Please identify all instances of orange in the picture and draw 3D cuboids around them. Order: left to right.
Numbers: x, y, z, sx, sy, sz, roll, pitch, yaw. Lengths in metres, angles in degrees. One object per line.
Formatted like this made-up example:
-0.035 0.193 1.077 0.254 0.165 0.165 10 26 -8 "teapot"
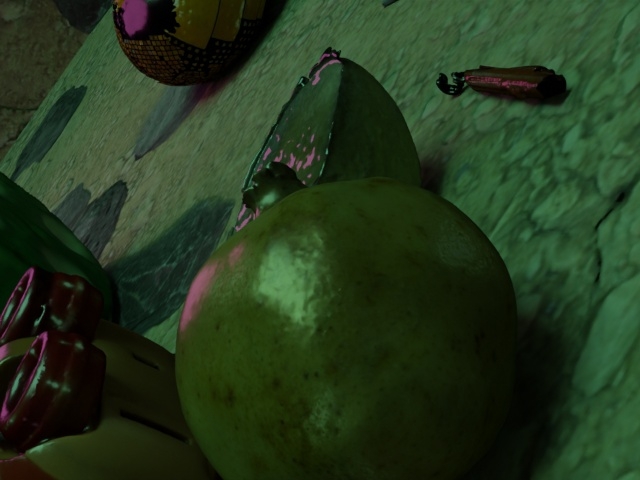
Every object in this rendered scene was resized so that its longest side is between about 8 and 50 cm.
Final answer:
-0.163 -0.312 1.567 0.234 0.182 0.234 -30 31 21 "orange"

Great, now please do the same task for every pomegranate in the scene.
0.009 0.047 0.631 0.196 0.196 0.196 -44 23 24 "pomegranate"

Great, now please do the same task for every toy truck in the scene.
-0.160 0.172 0.804 0.239 0.189 0.265 -59 20 9 "toy truck"

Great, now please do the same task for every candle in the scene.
0.126 -0.112 0.856 0.026 0.021 0.167 -46 19 -7 "candle"

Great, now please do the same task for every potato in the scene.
0.000 0.000 0.843 0.138 0.098 0.243 -36 34 48 "potato"

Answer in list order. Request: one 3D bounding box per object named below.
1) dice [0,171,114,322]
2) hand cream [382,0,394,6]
-0.417 0.081 1.319 0.287 0.297 0.300 -50 21 5 "dice"
0.085 -0.274 1.195 0.093 0.019 0.030 -63 21 -16 "hand cream"
